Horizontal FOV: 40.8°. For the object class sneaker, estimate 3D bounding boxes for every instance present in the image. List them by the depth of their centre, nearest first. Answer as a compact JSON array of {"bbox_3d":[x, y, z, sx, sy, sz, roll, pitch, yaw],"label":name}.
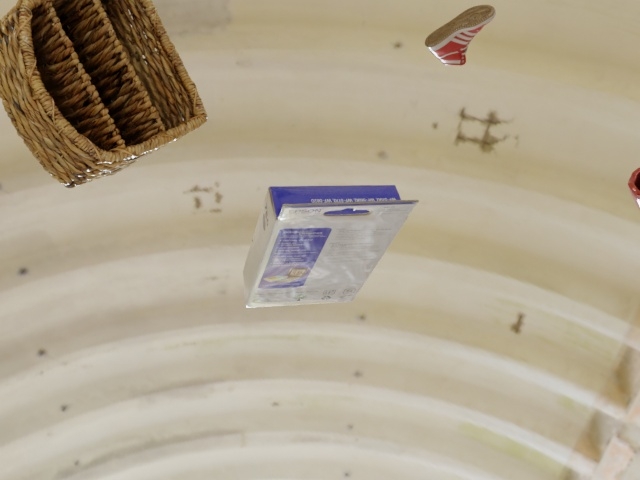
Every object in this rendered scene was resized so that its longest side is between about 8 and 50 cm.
[{"bbox_3d":[0.230,-0.319,1.352,0.067,0.118,0.042,40,-145,-42],"label":"sneaker"}]

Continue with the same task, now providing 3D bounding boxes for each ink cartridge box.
[{"bbox_3d":[0.000,0.000,1.113,0.332,0.166,0.065,119,147,-63],"label":"ink cartridge box"}]

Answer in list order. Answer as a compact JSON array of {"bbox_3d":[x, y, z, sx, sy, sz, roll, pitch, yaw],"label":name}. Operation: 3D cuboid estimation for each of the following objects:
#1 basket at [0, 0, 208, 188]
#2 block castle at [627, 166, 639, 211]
[{"bbox_3d":[-0.369,-0.263,1.384,0.299,0.223,0.213,65,-151,-5],"label":"basket"},{"bbox_3d":[0.663,-0.009,1.194,0.303,0.453,0.212,-25,-57,7],"label":"block castle"}]
